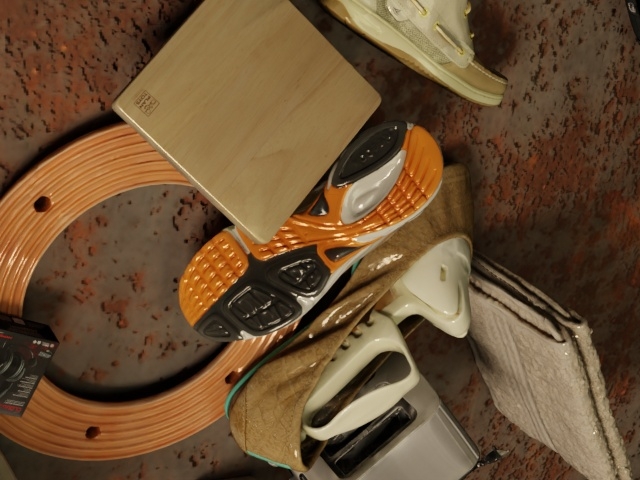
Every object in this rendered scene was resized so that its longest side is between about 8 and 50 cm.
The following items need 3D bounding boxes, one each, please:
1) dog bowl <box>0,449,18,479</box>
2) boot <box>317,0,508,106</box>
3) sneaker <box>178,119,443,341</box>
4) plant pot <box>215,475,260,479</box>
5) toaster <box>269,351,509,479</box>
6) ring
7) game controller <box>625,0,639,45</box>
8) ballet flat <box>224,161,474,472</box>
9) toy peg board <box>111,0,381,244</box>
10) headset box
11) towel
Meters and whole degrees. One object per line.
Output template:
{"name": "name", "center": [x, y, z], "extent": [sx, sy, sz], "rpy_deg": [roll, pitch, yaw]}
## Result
{"name": "dog bowl", "center": [-0.337, 0.250, 0.852], "extent": [0.150, 0.408, 0.408], "rpy_deg": [-28, 131, 6]}
{"name": "boot", "center": [0.118, -0.220, 1.057], "extent": [0.213, 0.077, 0.165], "rpy_deg": [25, 100, -37]}
{"name": "sneaker", "center": [0.000, 0.000, 1.061], "extent": [0.262, 0.099, 0.121], "rpy_deg": [-34, 174, 9]}
{"name": "plant pot", "center": [-0.085, 0.293, 1.219], "extent": [0.109, 0.096, 0.109], "rpy_deg": [-2, 119, -32]}
{"name": "toaster", "center": [0.050, 0.193, 1.199], "extent": [0.186, 0.168, 0.110], "rpy_deg": [-39, 130, -6]}
{"name": "ring", "center": [-0.156, 0.045, 1.069], "extent": [0.337, 0.032, 0.336], "rpy_deg": [-15, 124, -24]}
{"name": "game controller", "center": [0.331, -0.323, 1.139], "extent": [0.166, 0.067, 0.319], "rpy_deg": [-37, 131, -9]}
{"name": "ballet flat", "center": [0.059, 0.079, 1.141], "extent": [0.342, 0.124, 0.116], "rpy_deg": [-46, 143, -11]}
{"name": "toy peg board", "center": [-0.066, -0.107, 0.988], "extent": [0.160, 0.079, 0.161], "rpy_deg": [44, 72, -17]}
{"name": "headset box", "center": [-0.259, 0.103, 0.995], "extent": [0.062, 0.032, 0.083], "rpy_deg": [20, 104, -39]}
{"name": "towel", "center": [0.226, 0.140, 1.269], "extent": [0.049, 0.187, 0.282], "rpy_deg": [-38, 130, -14]}
